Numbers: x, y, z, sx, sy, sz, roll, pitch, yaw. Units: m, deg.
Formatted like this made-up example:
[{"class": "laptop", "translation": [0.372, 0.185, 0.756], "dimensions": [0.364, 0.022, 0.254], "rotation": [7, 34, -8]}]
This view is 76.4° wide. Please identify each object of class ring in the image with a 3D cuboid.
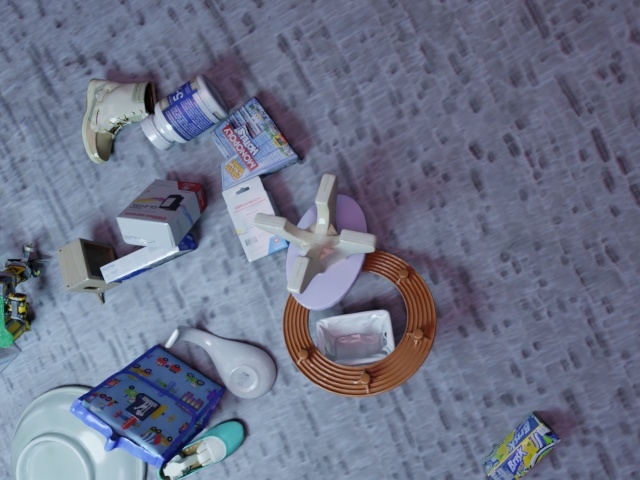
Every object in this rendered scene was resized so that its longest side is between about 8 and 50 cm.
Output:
[{"class": "ring", "translation": [0.077, 0.161, 0.880], "dimensions": [0.337, 0.032, 0.336], "rotation": [-8, 58, 12]}]

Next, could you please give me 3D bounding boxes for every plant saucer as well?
[{"class": "plant saucer", "translation": [-0.665, 0.593, 1.067], "dimensions": [0.402, 0.100, 0.399], "rotation": [0, 91, 9]}]

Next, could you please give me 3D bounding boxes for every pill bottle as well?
[{"class": "pill bottle", "translation": [-0.326, -0.300, 0.973], "dimensions": [0.187, 0.112, 0.111], "rotation": [-30, 87, 8]}]

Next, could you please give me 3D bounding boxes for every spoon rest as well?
[{"class": "spoon rest", "translation": [-0.238, 0.292, 1.009], "dimensions": [0.277, 0.084, 0.137], "rotation": [33, 98, -7]}]

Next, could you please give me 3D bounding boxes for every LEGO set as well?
[{"class": "LEGO set", "translation": [-0.896, 0.123, 1.070], "dimensions": [0.332, 0.192, 0.254], "rotation": [4, 112, -5]}]

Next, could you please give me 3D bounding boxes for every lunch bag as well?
[{"class": "lunch bag", "translation": [-0.388, 0.386, 0.916], "dimensions": [0.221, 0.293, 0.138], "rotation": [30, 97, 6]}]

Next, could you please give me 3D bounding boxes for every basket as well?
[{"class": "basket", "translation": [0.084, 0.233, 0.915], "dimensions": [0.168, 0.103, 0.113], "rotation": [-11, 58, 10]}]

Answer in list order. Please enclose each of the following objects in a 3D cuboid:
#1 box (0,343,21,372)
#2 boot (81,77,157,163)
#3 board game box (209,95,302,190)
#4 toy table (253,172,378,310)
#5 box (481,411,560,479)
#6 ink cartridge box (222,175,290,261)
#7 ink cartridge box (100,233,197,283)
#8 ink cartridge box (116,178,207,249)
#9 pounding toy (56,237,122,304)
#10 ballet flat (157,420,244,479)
[{"class": "box", "translation": [-0.972, 0.381, 1.075], "dimensions": [0.290, 0.169, 0.087], "rotation": [-44, 88, 7]}, {"class": "boot", "translation": [-0.497, -0.297, 1.020], "dimensions": [0.165, 0.077, 0.212], "rotation": [4, 90, 7]}, {"class": "board game box", "translation": [-0.180, -0.215, 0.980], "dimensions": [0.194, 0.060, 0.194], "rotation": [-37, 86, 8]}, {"class": "toy table", "translation": [0.000, 0.000, 0.863], "dimensions": [0.253, 0.161, 0.273], "rotation": [1, 70, 13]}, {"class": "box", "translation": [0.444, 0.468, 0.906], "dimensions": [0.054, 0.059, 0.169], "rotation": [42, 98, 4]}, {"class": "ink cartridge box", "translation": [-0.151, -0.051, 0.980], "dimensions": [0.105, 0.061, 0.181], "rotation": [-22, 89, 9]}, {"class": "ink cartridge box", "translation": [-0.422, 0.043, 1.009], "dimensions": [0.207, 0.097, 0.046], "rotation": [-23, 89, 9]}, {"class": "ink cartridge box", "translation": [-0.364, -0.066, 0.953], "dimensions": [0.128, 0.175, 0.072], "rotation": [7, 128, 8]}, {"class": "pounding toy", "translation": [-0.579, 0.083, 1.029], "dimensions": [0.100, 0.141, 0.130], "rotation": [-25, 74, 9]}, {"class": "ballet flat", "translation": [-0.301, 0.537, 1.012], "dimensions": [0.248, 0.087, 0.083], "rotation": [-30, 87, 9]}]
